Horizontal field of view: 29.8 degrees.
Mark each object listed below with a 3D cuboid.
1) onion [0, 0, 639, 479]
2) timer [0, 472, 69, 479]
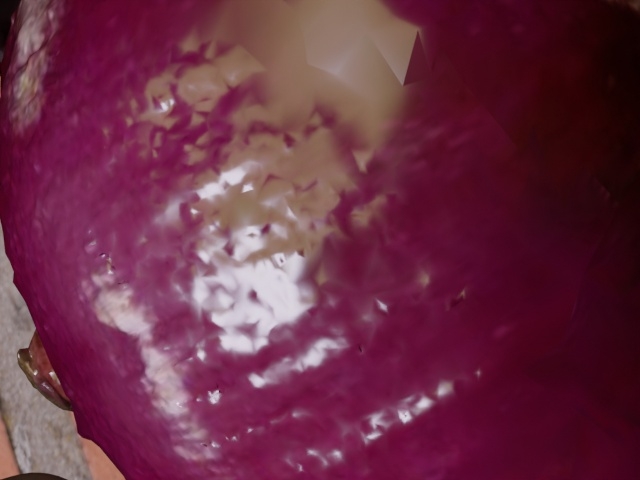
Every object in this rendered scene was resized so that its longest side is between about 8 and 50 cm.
[{"bbox_3d":[0.000,0.000,0.496,0.385,0.348,0.348,-31,65,36],"label":"onion"},{"bbox_3d":[-0.079,0.217,0.455,0.291,0.291,0.315,-28,111,30],"label":"timer"}]
